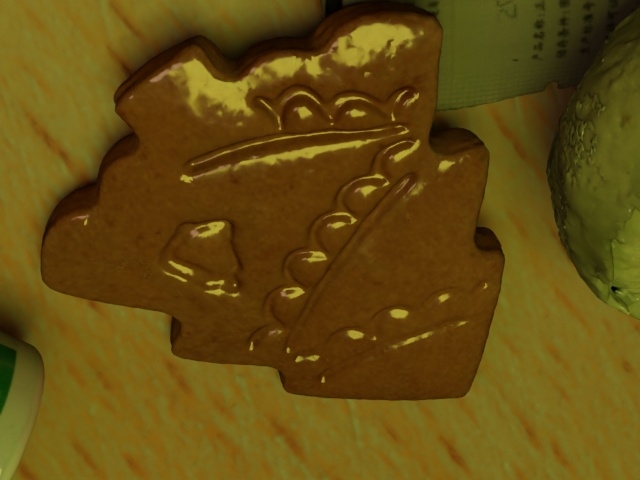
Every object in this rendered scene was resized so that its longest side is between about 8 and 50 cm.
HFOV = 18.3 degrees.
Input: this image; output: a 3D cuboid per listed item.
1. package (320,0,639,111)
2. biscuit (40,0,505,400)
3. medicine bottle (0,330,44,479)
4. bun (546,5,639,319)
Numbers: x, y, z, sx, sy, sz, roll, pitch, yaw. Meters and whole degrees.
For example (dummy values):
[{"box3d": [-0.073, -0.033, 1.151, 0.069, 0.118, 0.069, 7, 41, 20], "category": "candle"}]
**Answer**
[{"box3d": [0.098, -0.184, 1.117, 0.204, 0.062, 0.251, -8, 120, -5], "category": "package"}, {"box3d": [0.000, 0.000, 1.178, 0.284, 0.043, 0.306, -35, 120, 18], "category": "biscuit"}, {"box3d": [-0.305, 0.068, 1.126, 0.274, 0.133, 0.133, 26, 108, -21], "category": "medicine bottle"}, {"box3d": [0.240, -0.070, 1.132, 0.259, 0.152, 0.259, -14, 154, -7], "category": "bun"}]
